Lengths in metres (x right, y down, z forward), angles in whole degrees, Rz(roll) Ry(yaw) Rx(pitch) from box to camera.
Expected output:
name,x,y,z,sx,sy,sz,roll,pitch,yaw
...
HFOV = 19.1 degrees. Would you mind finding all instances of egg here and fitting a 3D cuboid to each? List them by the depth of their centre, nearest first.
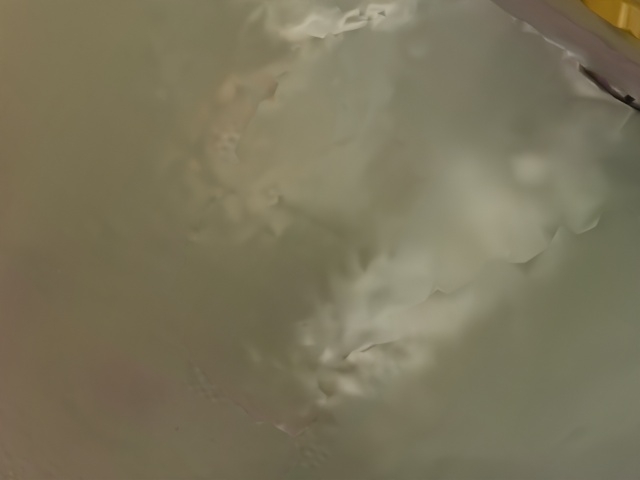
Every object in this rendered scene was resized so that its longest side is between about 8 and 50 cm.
name,x,y,z,sx,sy,sz,roll,pitch,yaw
egg,0.000,0.000,0.683,0.354,0.340,0.354,27,27,-15
